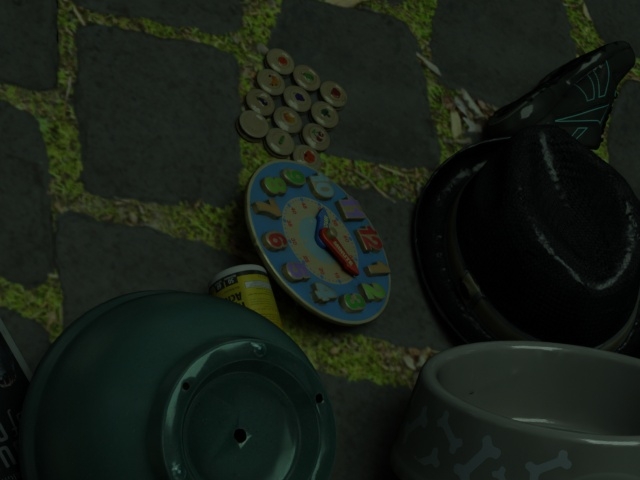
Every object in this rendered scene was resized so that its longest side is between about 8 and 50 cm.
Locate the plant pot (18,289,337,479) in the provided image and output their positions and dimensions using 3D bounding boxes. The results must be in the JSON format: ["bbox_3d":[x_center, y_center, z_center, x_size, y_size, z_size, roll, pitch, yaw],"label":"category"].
[{"bbox_3d":[-0.105,0.182,1.796,0.293,0.196,0.293,4,82,-27],"label":"plant pot"}]

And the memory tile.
[{"bbox_3d":[-0.032,-0.149,2.254,0.113,0.012,0.148,31,49,-12],"label":"memory tile"}]

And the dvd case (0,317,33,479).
[{"bbox_3d":[-0.343,0.157,1.836,0.179,0.029,0.238,-21,73,-40],"label":"dvd case"}]

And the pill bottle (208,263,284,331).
[{"bbox_3d":[-0.072,0.088,2.034,0.065,0.065,0.116,-1,61,-34],"label":"pill bottle"}]

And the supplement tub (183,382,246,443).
[{"bbox_3d":[-0.130,0.174,1.936,0.107,0.071,0.071,11,55,-26],"label":"supplement tub"}]

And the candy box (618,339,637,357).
[{"bbox_3d":[0.384,0.236,2.231,0.165,0.070,0.196,26,50,-16],"label":"candy box"}]

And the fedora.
[{"bbox_3d":[0.267,-0.010,2.211,0.334,0.152,0.334,5,58,-8],"label":"fedora"}]

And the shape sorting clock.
[{"bbox_3d":[0.000,0.000,2.132,0.206,0.040,0.206,35,36,-29],"label":"shape sorting clock"}]

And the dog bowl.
[{"bbox_3d":[0.247,0.194,2.001,0.349,0.349,0.102,-4,106,-35],"label":"dog bowl"}]

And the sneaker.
[{"bbox_3d":[0.310,-0.160,2.446,0.267,0.101,0.106,-36,97,-36],"label":"sneaker"}]
